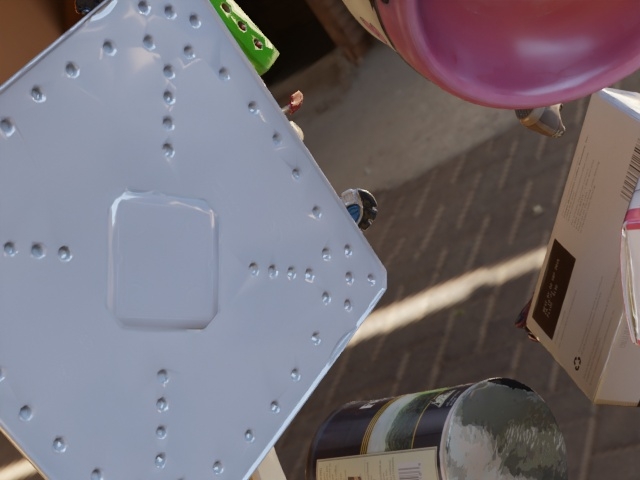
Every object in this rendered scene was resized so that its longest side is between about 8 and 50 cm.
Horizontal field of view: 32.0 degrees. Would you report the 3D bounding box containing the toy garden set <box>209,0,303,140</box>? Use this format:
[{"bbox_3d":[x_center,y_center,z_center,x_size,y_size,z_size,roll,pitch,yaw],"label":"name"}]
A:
[{"bbox_3d":[-0.101,-0.135,1.184,0.049,0.204,0.244,-31,21,36],"label":"toy garden set"}]

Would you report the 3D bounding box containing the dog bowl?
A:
[{"bbox_3d":[0.210,-0.297,1.044,0.408,0.408,0.150,-33,46,12],"label":"dog bowl"}]

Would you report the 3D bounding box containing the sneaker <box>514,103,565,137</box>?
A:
[{"bbox_3d":[0.325,-0.218,1.672,0.066,0.071,0.188,-41,26,35],"label":"sneaker"}]

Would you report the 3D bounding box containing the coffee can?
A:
[{"bbox_3d":[0.141,0.289,1.404,0.275,0.201,0.201,-20,21,51],"label":"coffee can"}]

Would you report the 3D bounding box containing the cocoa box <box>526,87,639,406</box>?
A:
[{"bbox_3d":[0.443,0.013,1.408,0.228,0.347,0.231,6,21,-15],"label":"cocoa box"}]

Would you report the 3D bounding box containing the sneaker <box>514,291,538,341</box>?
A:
[{"bbox_3d":[0.394,0.081,1.802,0.162,0.106,0.281,-46,-23,-28],"label":"sneaker"}]

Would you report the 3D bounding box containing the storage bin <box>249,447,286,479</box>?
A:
[{"bbox_3d":[-0.141,0.386,1.267,0.260,0.262,0.123,-30,-17,26],"label":"storage bin"}]

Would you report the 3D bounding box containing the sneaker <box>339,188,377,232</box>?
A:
[{"bbox_3d":[0.000,0.000,1.509,0.191,0.071,0.083,-38,6,8],"label":"sneaker"}]

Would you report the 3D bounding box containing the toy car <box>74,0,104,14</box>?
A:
[{"bbox_3d":[-0.229,-0.225,1.222,0.060,0.122,0.040,-11,18,-2],"label":"toy car"}]

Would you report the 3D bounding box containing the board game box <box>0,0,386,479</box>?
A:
[{"bbox_3d":[-0.144,0.019,0.948,0.050,0.390,0.390,-7,35,47],"label":"board game box"}]

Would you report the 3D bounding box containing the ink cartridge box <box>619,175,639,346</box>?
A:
[{"bbox_3d":[0.396,0.002,1.045,0.207,0.117,0.283,-6,10,19],"label":"ink cartridge box"}]
